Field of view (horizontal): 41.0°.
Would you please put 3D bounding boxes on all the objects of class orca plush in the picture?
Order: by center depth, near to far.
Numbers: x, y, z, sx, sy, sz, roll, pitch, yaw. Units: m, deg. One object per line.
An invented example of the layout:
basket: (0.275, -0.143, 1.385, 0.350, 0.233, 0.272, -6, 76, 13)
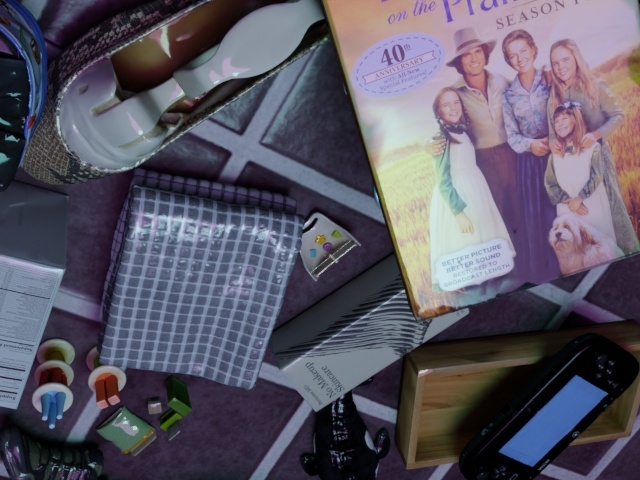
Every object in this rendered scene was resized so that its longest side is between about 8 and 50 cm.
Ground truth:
orca plush: (0.057, 0.341, 1.375, 0.151, 0.102, 0.287, 1, 118, -16)

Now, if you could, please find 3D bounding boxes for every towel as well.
towel: (-0.165, 0.062, 1.145, 0.235, 0.121, 0.284, 8, 116, -19)

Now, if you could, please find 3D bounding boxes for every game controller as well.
game controller: (0.364, 0.281, 1.362, 0.166, 0.067, 0.319, 33, 107, -28)

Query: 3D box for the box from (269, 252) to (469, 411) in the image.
box: (0.069, 0.123, 1.259, 0.275, 0.094, 0.113, -35, 122, 5)

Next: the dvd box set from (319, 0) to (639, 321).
dvd box set: (0.187, -0.148, 0.891, 0.307, 0.062, 0.420, -17, 111, 1)

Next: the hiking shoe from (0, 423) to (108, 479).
hiking shoe: (-0.386, 0.331, 1.271, 0.114, 0.086, 0.227, -35, 129, -10)

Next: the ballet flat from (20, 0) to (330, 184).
ballet flat: (-0.153, -0.196, 0.965, 0.483, 0.182, 0.164, -31, 120, 4)

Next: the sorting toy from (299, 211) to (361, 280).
sorting toy: (0.000, 0.000, 1.204, 0.083, 0.045, 0.075, -39, 114, 9)

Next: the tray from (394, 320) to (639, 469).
tray: (0.335, 0.253, 1.420, 0.411, 0.076, 0.203, -5, 120, -14)

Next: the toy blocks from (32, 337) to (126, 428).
toy blocks: (-0.325, 0.200, 1.162, 0.123, 0.148, 0.054, 9, 116, -20)

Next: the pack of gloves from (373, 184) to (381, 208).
pack of gloves: (0.169, -0.132, 1.172, 0.195, 0.046, 0.232, -9, 121, -10)

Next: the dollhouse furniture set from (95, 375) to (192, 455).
dollhouse furniture set: (-0.258, 0.274, 1.276, 0.151, 0.058, 0.076, -41, 121, 9)

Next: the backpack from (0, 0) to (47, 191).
backpack: (-0.423, -0.167, 0.890, 0.263, 0.213, 0.276, 17, 120, -10)

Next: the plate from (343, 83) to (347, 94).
plate: (0.135, -0.290, 0.994, 0.277, 0.045, 0.278, -4, 121, -57)

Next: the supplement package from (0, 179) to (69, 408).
supplement package: (-0.405, 0.053, 1.029, 0.149, 0.194, 0.203, 16, 113, -22)
